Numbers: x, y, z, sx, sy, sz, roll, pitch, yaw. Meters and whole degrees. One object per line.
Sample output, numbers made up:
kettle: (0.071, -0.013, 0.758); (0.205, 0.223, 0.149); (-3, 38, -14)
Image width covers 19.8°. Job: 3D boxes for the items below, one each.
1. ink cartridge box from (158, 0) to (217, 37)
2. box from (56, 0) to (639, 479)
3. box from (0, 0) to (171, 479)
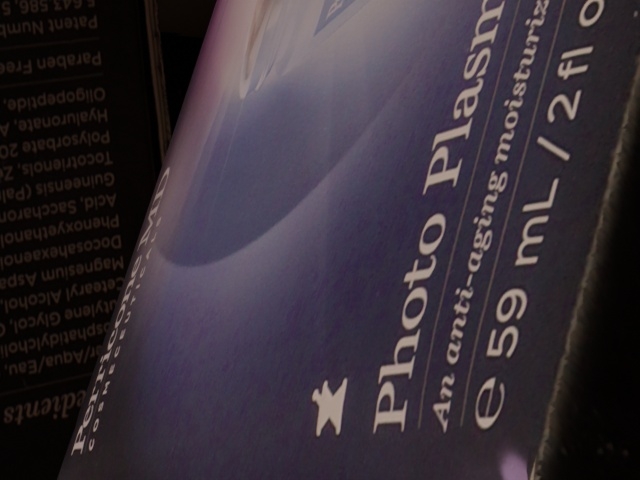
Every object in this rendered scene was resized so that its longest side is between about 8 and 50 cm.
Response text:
ink cartridge box: (-0.088, -0.203, 1.081); (0.090, 0.092, 0.143); (-56, 41, 48)
box: (0.085, -0.037, 0.512); (0.294, 0.183, 0.296); (-19, 52, 64)
box: (-0.312, -0.008, 1.039); (0.480, 0.297, 0.471); (7, 106, 56)
